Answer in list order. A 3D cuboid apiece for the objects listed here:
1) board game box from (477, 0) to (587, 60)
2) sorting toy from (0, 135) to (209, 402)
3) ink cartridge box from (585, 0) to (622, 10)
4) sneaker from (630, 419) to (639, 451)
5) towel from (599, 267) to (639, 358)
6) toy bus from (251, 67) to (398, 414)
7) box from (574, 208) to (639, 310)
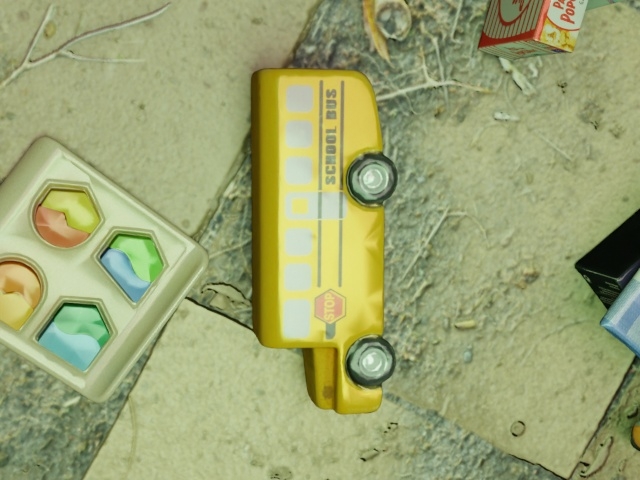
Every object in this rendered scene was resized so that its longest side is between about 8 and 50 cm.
[{"bbox_3d":[0.226,-0.279,0.972,0.045,0.147,0.193,15,93,-14],"label":"board game box"},{"bbox_3d":[-0.244,0.032,0.967,0.208,0.038,0.193,37,89,-13],"label":"sorting toy"},{"bbox_3d":[0.326,-0.285,0.977,0.127,0.175,0.072,-21,101,-8],"label":"ink cartridge box"},{"bbox_3d":[0.465,0.189,1.116,0.262,0.099,0.121,1,89,-20],"label":"sneaker"},{"bbox_3d":[0.444,0.037,1.013,0.209,0.034,0.285,40,88,-13],"label":"towel"},{"bbox_3d":[0.000,0.000,0.978,0.130,0.108,0.332,-1,97,-11],"label":"toy bus"},{"bbox_3d":[0.444,0.019,1.080,0.261,0.103,0.184,-40,106,-5],"label":"box"}]
